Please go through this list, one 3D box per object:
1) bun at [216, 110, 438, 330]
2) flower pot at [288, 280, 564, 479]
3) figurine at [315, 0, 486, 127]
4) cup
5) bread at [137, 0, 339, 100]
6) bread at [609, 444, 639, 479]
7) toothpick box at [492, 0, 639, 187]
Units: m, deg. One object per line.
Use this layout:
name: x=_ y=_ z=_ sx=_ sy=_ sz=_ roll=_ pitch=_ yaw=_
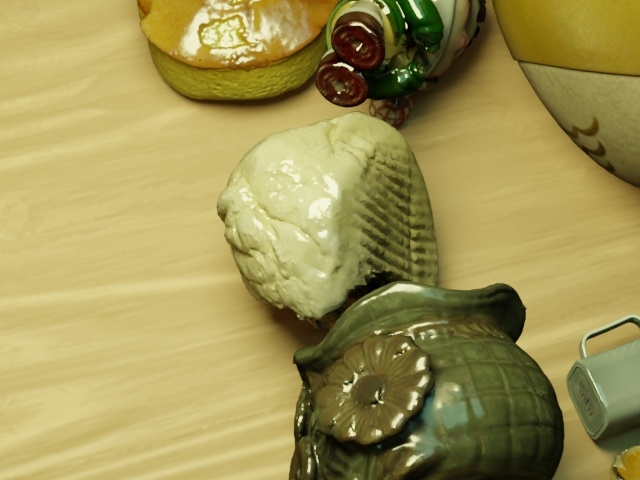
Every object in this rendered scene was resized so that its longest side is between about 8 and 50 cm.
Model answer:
bun: x=0.000 y=-0.016 z=1.538 sx=0.205 sy=0.281 sz=0.281 roll=-4 pitch=59 yaw=26
flower pot: x=0.099 y=0.185 z=1.419 sx=0.302 sy=0.302 sz=0.213 roll=-9 pitch=62 yaw=-11
figurine: x=0.095 y=-0.264 z=1.653 sx=0.167 sy=0.281 sz=0.370 roll=27 pitch=31 yaw=10
cup: x=0.360 y=0.153 z=1.574 sx=0.129 sy=0.095 sz=0.128 roll=-16 pitch=66 yaw=-13
bread: x=-0.106 y=-0.302 z=1.706 sx=0.270 sy=0.148 sz=0.270 roll=0 pitch=61 yaw=1
bread: x=0.432 y=0.253 z=1.554 sx=0.214 sy=0.053 sz=0.073 roll=-15 pitch=38 yaw=-13
toothpick box: x=0.416 y=-0.305 z=1.604 sx=0.409 sy=0.409 sz=0.425 roll=-43 pitch=100 yaw=-23
